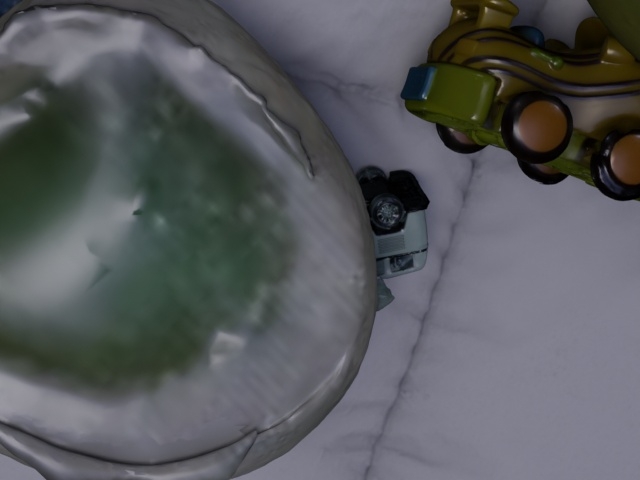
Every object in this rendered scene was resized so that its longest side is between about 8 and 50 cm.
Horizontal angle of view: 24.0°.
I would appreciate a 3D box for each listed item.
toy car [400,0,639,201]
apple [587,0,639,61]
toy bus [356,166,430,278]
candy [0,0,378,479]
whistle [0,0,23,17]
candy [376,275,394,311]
[{"bbox_3d":[0.200,-0.123,1.269,0.248,0.200,0.142,19,92,-18],"label":"toy car"},{"bbox_3d":[0.349,-0.257,1.175,0.360,0.312,0.320,34,87,-31],"label":"apple"},{"bbox_3d":[0.000,0.000,1.329,0.194,0.087,0.089,-13,116,-5],"label":"toy bus"},{"bbox_3d":[-0.155,0.004,1.177,0.427,0.186,0.386,38,86,-9],"label":"candy"},{"bbox_3d":[-0.187,-0.286,1.202,0.062,0.062,0.304,27,103,-19],"label":"whistle"},{"bbox_3d":[-0.033,0.131,1.354,0.086,0.059,0.292,17,128,-31],"label":"candy"}]
